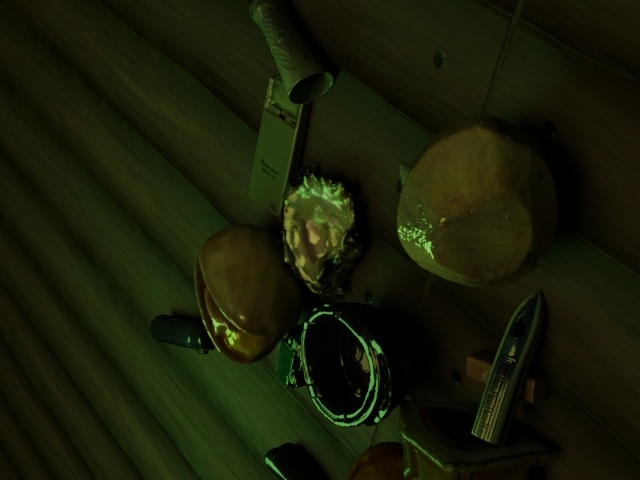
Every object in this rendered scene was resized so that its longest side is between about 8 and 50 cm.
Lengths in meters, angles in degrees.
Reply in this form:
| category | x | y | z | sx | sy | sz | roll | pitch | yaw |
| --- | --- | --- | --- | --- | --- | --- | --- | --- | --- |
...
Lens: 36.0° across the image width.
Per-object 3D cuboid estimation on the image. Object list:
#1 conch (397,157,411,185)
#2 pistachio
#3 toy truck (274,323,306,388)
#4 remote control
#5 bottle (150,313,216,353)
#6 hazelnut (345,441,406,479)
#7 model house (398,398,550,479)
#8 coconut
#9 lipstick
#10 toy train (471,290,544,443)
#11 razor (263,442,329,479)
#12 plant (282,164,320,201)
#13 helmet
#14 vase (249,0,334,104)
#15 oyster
| category | x | y | z | sx | sy | sz | roll | pitch | yaw |
| --- | --- | --- | --- | --- | --- | --- | --- | --- | --- |
| conch | 0.191 | -0.083 | 1.694 | 0.180 | 0.088 | 0.065 | 51 | 180 | 21 |
| pistachio | -0.150 | 0.103 | 2.042 | 0.230 | 0.230 | 0.308 | 123 | 151 | -44 |
| toy truck | -0.041 | 0.243 | 2.081 | 0.079 | 0.065 | 0.147 | 45 | 134 | 40 |
| remote control | -0.082 | -0.194 | 2.029 | 0.123 | 0.038 | 0.285 | 36 | 125 | 39 |
| bottle | -0.337 | 0.233 | 2.452 | 0.244 | 0.072 | 0.082 | 1 | 80 | 52 |
| hazelnut | 0.122 | 0.472 | 1.855 | 0.182 | 0.182 | 0.182 | 20 | 116 | 48 |
| model house | 0.247 | 0.414 | 1.696 | 0.268 | 0.173 | 0.239 | 35 | 136 | 57 |
| coconut | 0.243 | -0.059 | 1.504 | 0.259 | 0.259 | 0.259 | 20 | 116 | 48 |
| lipstick | 0.310 | 0.226 | 1.637 | 0.145 | 0.045 | 0.045 | 19 | 112 | 48 |
| toy train | 0.302 | 0.198 | 1.576 | 0.055 | 0.048 | 0.251 | 20 | 97 | 45 |
| razor | -0.052 | 0.507 | 2.155 | 0.148 | 0.090 | 0.054 | 41 | 132 | 35 |
| plant | -0.038 | -0.117 | 1.982 | 0.051 | 0.051 | 0.102 | 53 | 127 | 28 |
| helmet | 0.088 | 0.221 | 1.825 | 0.279 | 0.160 | 0.230 | 6 | 101 | 52 |
| vase | -0.063 | -0.377 | 1.903 | 0.096 | 0.096 | 0.219 | -52 | 57 | 46 |
| oyster | 0.007 | -0.003 | 1.929 | 0.198 | 0.092 | 0.259 | 7 | 99 | 48 |
